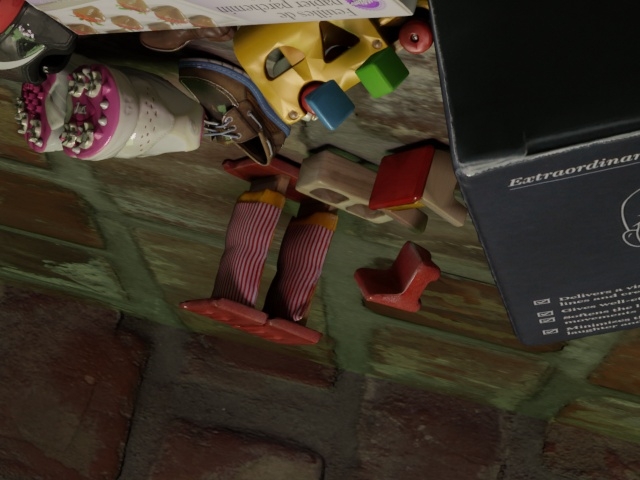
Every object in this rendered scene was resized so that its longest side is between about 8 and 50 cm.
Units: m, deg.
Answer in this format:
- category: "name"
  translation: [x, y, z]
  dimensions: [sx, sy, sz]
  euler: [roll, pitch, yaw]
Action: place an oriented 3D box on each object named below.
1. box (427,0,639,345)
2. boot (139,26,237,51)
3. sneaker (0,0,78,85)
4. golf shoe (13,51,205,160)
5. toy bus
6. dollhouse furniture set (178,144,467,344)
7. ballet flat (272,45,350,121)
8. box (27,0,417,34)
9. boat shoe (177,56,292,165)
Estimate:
- category: "box"
  translation: [0.235, -0.099, 0.987]
  dimensions: [0.293, 0.212, 0.395]
  euler: [-11, 161, 8]
- category: "boot"
  translation: [-0.145, -0.217, 1.447]
  dimensions: [0.106, 0.037, 0.114]
  euler: [-6, 162, 21]
- category: "sneaker"
  translation: [-0.325, -0.204, 1.555]
  dimensions: [0.135, 0.098, 0.276]
  euler: [26, 161, -28]
- category: "golf shoe"
  translation: [-0.228, -0.136, 1.631]
  dimensions: [0.140, 0.115, 0.306]
  euler: [6, -169, -30]
- category: "toy bus"
  translation: [0.026, -0.186, 1.249]
  dimensions: [0.104, 0.202, 0.191]
  euler: [52, 161, -15]
- category: "dollhouse furniture set"
  translation: [0.000, 0.000, 1.790]
  dimensions: [0.152, 0.201, 0.374]
  euler: [22, 165, -25]
- category: "ballet flat"
  translation: [-0.010, -0.152, 1.497]
  dimensions: [0.072, 0.068, 0.213]
  euler: [17, 166, -9]
- category: "box"
  translation: [-0.073, -0.189, 1.074]
  dimensions: [0.324, 0.067, 0.063]
  euler: [4, 162, 40]
- category: "boat shoe"
  translation: [-0.091, -0.134, 1.645]
  dimensions: [0.066, 0.066, 0.183]
  euler: [4, 162, 37]
